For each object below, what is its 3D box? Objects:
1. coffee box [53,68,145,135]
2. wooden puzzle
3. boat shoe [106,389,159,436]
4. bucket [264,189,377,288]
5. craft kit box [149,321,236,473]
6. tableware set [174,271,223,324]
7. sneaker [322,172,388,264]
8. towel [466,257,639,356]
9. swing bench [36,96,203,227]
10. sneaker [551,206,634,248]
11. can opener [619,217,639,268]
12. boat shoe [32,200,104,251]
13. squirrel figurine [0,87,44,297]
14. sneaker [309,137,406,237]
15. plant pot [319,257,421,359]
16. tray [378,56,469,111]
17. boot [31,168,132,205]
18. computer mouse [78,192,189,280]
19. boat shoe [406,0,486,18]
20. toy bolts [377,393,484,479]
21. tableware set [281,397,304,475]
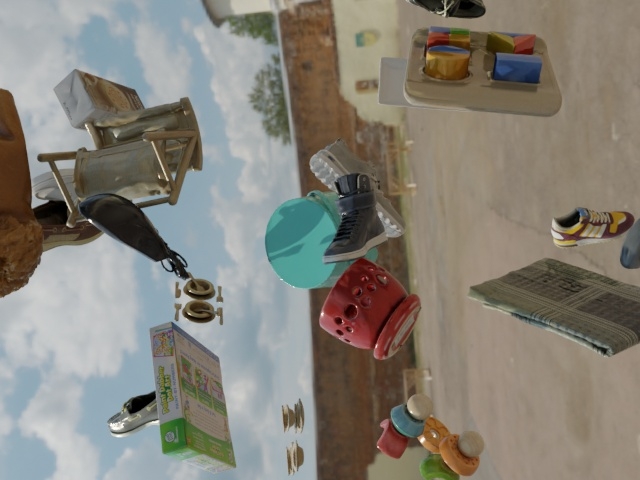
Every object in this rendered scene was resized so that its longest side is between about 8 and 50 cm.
[{"bbox_3d":[-0.604,-0.373,2.055,0.141,0.098,0.246,60,-160,14],"label":"coffee box"},{"bbox_3d":[0.353,-0.396,1.604,0.347,0.322,0.080,-76,-10,-51],"label":"wooden puzzle"},{"bbox_3d":[-0.512,0.487,2.105,0.091,0.305,0.109,57,-148,-16],"label":"boat shoe"},{"bbox_3d":[0.000,0.000,1.958,0.183,0.281,0.280,-10,-84,-56],"label":"bucket"},{"bbox_3d":[-0.249,0.315,1.441,0.250,0.061,0.246,59,-168,-60],"label":"craft kit box"},{"bbox_3d":[-0.315,0.150,1.911,0.194,0.128,0.039,-107,27,-60],"label":"tableware set"},{"bbox_3d":[0.053,-0.046,1.473,0.226,0.086,0.163,-31,-71,-60],"label":"sneaker"},{"bbox_3d":[0.503,0.127,1.445,0.324,0.312,0.056,23,119,44],"label":"towel"},{"bbox_3d":[-0.405,-0.172,1.553,0.254,0.254,0.165,-71,-32,-61],"label":"swing bench"},{"bbox_3d":[0.623,-0.041,1.671,0.069,0.186,0.083,-98,-12,-48],"label":"sneaker"},{"bbox_3d":[0.592,-0.057,1.188,0.076,0.095,0.283,60,141,42],"label":"can opener"},{"bbox_3d":[-0.669,-0.063,1.920,0.342,0.123,0.123,-22,-30,-54],"label":"boat shoe"},{"bbox_3d":[-0.700,-0.036,1.270,0.396,0.371,0.281,65,145,23],"label":"squirrel figurine"},{"bbox_3d":[0.110,-0.126,1.712,0.281,0.115,0.105,47,153,-11],"label":"sneaker"},{"bbox_3d":[0.118,0.158,1.639,0.191,0.174,0.191,-46,-25,-29],"label":"plant pot"},{"bbox_3d":[0.298,-0.437,2.066,0.030,0.271,0.145,106,168,-80],"label":"tray"},{"bbox_3d":[-0.596,-0.108,1.818,0.095,0.259,0.123,85,175,-66],"label":"boot"},{"bbox_3d":[-0.365,-0.028,1.447,0.072,0.188,0.272,-51,-30,-2],"label":"computer mouse"},{"bbox_3d":[0.285,-0.543,1.647,0.077,0.220,0.070,-55,49,48],"label":"boat shoe"},{"bbox_3d":[0.265,0.438,1.717,0.158,0.229,0.218,-56,11,27],"label":"toy bolts"},{"bbox_3d":[-0.054,0.390,1.445,0.168,0.020,0.141,126,144,-67],"label":"tableware set"}]
